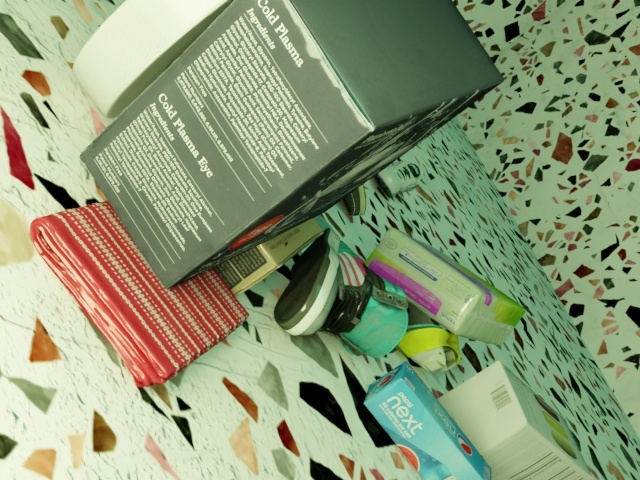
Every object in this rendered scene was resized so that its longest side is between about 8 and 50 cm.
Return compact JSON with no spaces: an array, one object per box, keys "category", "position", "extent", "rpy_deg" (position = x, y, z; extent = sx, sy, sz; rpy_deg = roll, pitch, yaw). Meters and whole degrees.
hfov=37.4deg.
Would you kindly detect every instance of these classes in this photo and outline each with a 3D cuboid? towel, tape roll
[{"category":"towel","position":[-0.181,0.041,0.999],"extent":[0.199,0.031,0.275],"rpy_deg":[52,15,2]},{"category":"tape roll","position":[-0.132,-0.294,1.168],"extent":[0.072,0.392,0.392],"rpy_deg":[53,17,-8]}]

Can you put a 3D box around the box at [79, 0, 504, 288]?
[{"category":"box","position":[-0.021,-0.136,1.030],"extent":[0.179,0.312,0.343],"rpy_deg":[56,35,4]}]

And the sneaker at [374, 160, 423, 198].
[{"category":"sneaker","position":[0.187,-0.154,2.243],"extent":[0.085,0.086,0.237],"rpy_deg":[57,19,4]}]

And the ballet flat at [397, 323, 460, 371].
[{"category":"ballet flat","position":[0.197,0.190,1.639],"extent":[0.231,0.077,0.077],"rpy_deg":[18,53,-65]}]

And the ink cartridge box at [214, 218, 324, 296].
[{"category":"ink cartridge box","position":[-0.109,-0.044,1.250],"extent":[0.193,0.088,0.234],"rpy_deg":[55,18,0]}]

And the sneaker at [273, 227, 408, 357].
[{"category":"sneaker","position":[0.037,0.100,1.319],"extent":[0.178,0.124,0.295],"rpy_deg":[42,18,-7]}]

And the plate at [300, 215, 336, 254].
[{"category":"plate","position":[0.000,0.000,1.561],"extent":[0.188,0.024,0.188],"rpy_deg":[47,19,-22]}]

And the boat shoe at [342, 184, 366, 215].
[{"category":"boat shoe","position":[0.026,-0.149,1.838],"extent":[0.080,0.073,0.223],"rpy_deg":[152,-78,-72]}]

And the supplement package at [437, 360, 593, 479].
[{"category":"supplement package","position":[0.326,0.335,1.583],"extent":[0.244,0.134,0.139],"rpy_deg":[40,22,-38]}]

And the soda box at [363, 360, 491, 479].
[{"category":"soda box","position":[0.155,0.281,1.345],"extent":[0.210,0.071,0.067],"rpy_deg":[52,18,-6]}]

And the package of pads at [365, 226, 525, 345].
[{"category":"package of pads","position":[0.229,0.089,1.750],"extent":[0.229,0.101,0.296],"rpy_deg":[36,7,29]}]
